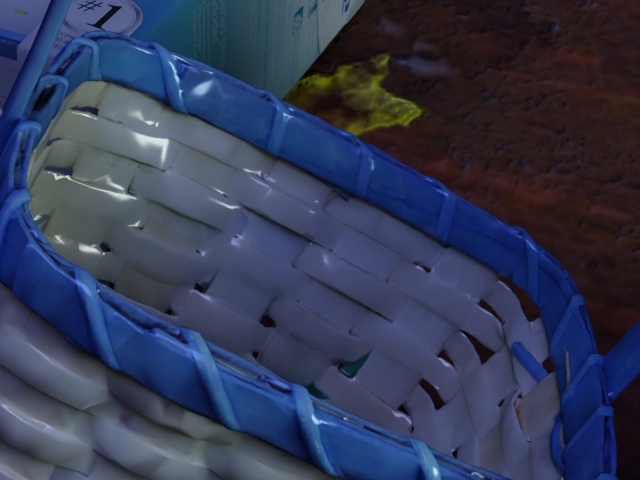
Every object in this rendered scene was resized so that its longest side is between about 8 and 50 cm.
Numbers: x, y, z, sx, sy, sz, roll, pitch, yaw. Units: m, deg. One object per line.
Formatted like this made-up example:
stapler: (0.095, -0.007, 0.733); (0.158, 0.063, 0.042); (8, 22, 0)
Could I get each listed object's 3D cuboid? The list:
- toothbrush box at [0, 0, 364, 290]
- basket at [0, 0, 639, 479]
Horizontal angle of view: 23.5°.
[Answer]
toothbrush box: (-0.123, -0.131, 0.758); (0.216, 0.126, 0.295); (19, 40, 16)
basket: (0.000, 0.000, 0.525); (0.254, 0.289, 0.201); (29, 30, -15)
